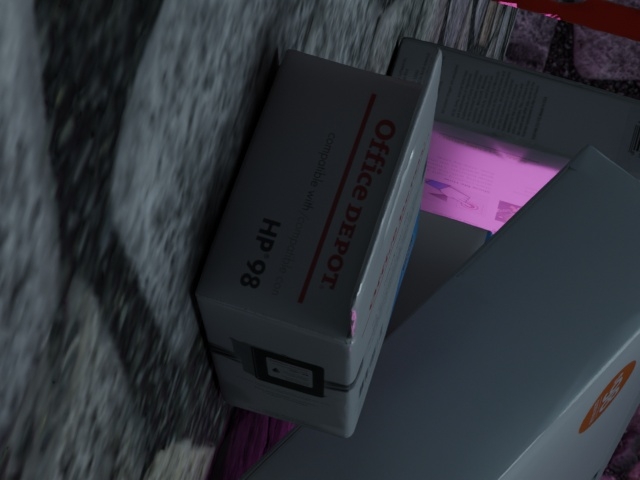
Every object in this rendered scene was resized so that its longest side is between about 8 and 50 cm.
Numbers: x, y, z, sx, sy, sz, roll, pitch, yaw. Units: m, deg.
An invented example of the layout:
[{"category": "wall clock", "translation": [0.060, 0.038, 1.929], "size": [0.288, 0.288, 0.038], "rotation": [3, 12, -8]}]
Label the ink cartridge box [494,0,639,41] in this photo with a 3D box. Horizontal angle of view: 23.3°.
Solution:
[{"category": "ink cartridge box", "translation": [0.084, -0.117, 0.463], "size": [0.232, 0.189, 0.066], "rotation": [96, 13, -59]}]

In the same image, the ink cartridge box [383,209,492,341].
[{"category": "ink cartridge box", "translation": [0.047, 0.053, 0.971], "size": [0.143, 0.090, 0.092], "rotation": [92, 15, -61]}]

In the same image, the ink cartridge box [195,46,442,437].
[{"category": "ink cartridge box", "translation": [0.000, 0.000, 0.593], "size": [0.180, 0.060, 0.104], "rotation": [89, 19, -69]}]

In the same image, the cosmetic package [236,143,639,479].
[{"category": "cosmetic package", "translation": [0.064, 0.154, 0.876], "size": [0.284, 0.097, 0.377], "rotation": [-44, 161, -23]}]

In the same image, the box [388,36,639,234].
[{"category": "box", "translation": [0.155, -0.022, 1.077], "size": [0.322, 0.232, 0.058], "rotation": [88, 20, -70]}]
